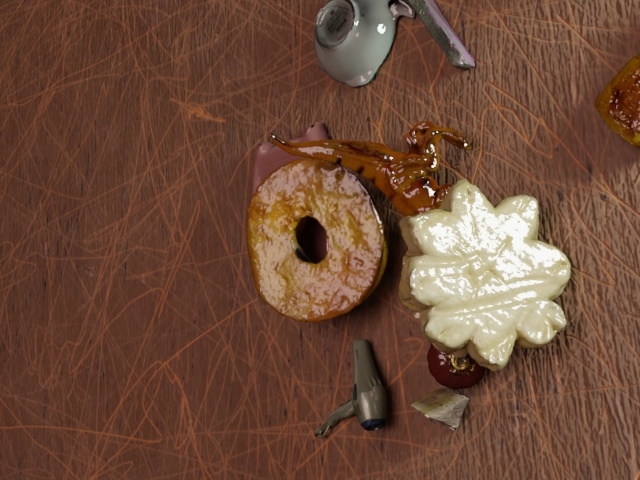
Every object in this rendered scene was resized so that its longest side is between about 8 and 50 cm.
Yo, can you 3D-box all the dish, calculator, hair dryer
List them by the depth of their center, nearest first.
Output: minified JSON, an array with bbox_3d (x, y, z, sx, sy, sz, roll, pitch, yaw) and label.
[{"bbox_3d":[0.051,0.274,1.720,0.199,0.067,0.167,-25,55,51],"label":"hair dryer"},{"bbox_3d":[0.061,-0.419,1.818,0.246,0.078,0.224,-29,62,33],"label":"dish"},{"bbox_3d":[-0.052,-0.065,1.867,0.220,0.048,0.330,-16,74,36],"label":"calculator"}]

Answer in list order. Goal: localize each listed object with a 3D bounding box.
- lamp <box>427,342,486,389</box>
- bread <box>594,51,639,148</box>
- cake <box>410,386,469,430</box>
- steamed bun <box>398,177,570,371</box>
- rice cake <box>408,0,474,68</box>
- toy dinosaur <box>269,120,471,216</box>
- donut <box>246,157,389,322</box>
[{"bbox_3d":[0.226,0.196,1.543,0.101,0.090,0.101,0,87,0],"label":"lamp"},{"bbox_3d":[0.526,-0.270,1.384,0.271,0.077,0.139,-54,49,23],"label":"bread"},{"bbox_3d":[0.192,0.272,1.535,0.052,0.121,0.065,30,93,34],"label":"cake"},{"bbox_3d":[0.247,0.051,1.480,0.295,0.137,0.292,27,74,0],"label":"steamed bun"},{"bbox_3d":[0.218,-0.383,1.697,0.036,0.047,0.207,-55,48,38],"label":"rice cake"},{"bbox_3d":[0.145,-0.132,1.627,0.432,0.097,0.208,34,79,11],"label":"toy dinosaur"},{"bbox_3d":[0.000,0.000,1.732,0.303,0.110,0.303,-2,86,25],"label":"donut"}]
